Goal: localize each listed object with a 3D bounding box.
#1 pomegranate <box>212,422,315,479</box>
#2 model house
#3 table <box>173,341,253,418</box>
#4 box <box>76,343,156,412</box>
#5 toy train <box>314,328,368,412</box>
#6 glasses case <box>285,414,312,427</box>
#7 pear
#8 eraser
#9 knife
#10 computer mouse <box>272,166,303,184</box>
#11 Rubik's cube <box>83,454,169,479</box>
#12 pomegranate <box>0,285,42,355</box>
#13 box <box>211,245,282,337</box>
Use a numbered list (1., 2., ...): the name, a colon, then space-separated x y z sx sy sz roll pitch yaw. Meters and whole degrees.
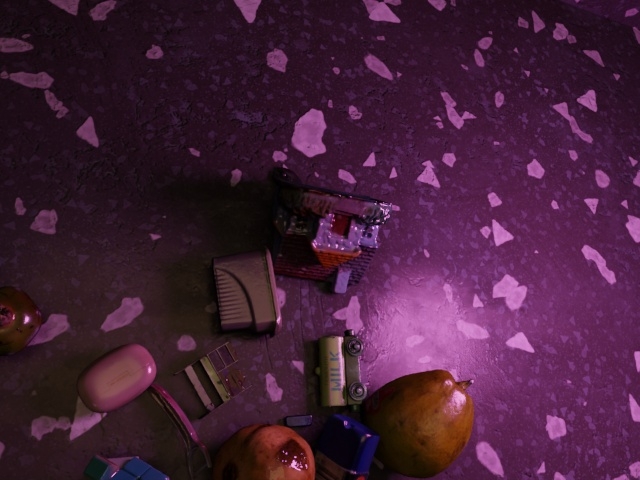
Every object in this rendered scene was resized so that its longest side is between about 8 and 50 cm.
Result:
1. pomegranate: -0.146 0.621 1.292 0.281 0.281 0.281 6 70 -18
2. model house: 0.000 0.000 1.585 0.360 0.297 0.339 9 100 -17
3. table: -0.307 0.401 1.425 0.175 0.062 0.146 -29 83 -25
4. box: -0.548 0.369 1.335 0.200 0.088 0.146 -33 86 -25
5. toy train: 0.061 0.405 1.544 0.157 0.105 0.253 0 72 -5
6. glasses case: -0.066 0.542 1.485 0.083 0.023 0.033 2 76 -17
7. pear: 0.299 0.522 1.450 0.375 0.287 0.287 -42 89 9
8. eraser: 0.036 0.661 1.362 0.101 0.155 0.332 28 81 -48
9. knife: -0.390 0.514 1.359 0.278 0.123 0.053 53 31 16
10. computer mouse: -0.106 -0.203 1.715 0.135 0.047 0.079 45 63 2
11. Rubik's cube: -0.490 0.633 1.191 0.213 0.224 0.265 15 24 25
12. pomegranate: -0.799 0.196 1.237 0.180 0.210 0.180 8 67 -20
13. box: -0.229 0.166 1.505 0.178 0.138 0.274 -6 71 -15
